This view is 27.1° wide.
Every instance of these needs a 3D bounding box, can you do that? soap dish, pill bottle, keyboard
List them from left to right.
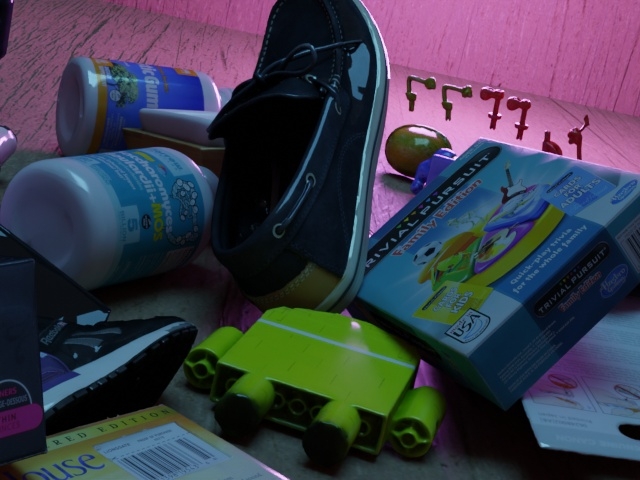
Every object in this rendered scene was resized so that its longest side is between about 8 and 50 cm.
[{"bbox_3d":[-0.364,0.032,1.221,0.317,0.033,0.201,35,39,13],"label":"keyboard"},{"bbox_3d":[-0.217,-0.028,1.481,0.146,0.146,0.264,22,19,27],"label":"pill bottle"},{"bbox_3d":[-0.239,-0.182,1.956,0.272,0.152,0.152,3,20,-28],"label":"pill bottle"},{"bbox_3d":[-0.113,-0.108,1.783,0.229,0.118,0.291,1,9,-28],"label":"soap dish"}]

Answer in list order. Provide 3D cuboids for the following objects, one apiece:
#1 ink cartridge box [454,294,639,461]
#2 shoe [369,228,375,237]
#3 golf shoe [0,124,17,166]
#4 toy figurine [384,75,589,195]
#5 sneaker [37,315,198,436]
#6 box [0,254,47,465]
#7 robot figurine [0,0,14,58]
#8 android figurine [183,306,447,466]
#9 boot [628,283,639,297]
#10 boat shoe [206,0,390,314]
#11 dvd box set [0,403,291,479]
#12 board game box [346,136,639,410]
[{"bbox_3d":[0.306,0.163,1.393,0.308,0.091,0.385,10,23,-12],"label":"ink cartridge box"},{"bbox_3d":[0.000,0.000,1.712,0.178,0.063,0.081,12,12,-12],"label":"shoe"},{"bbox_3d":[-0.427,-0.085,1.651,0.094,0.077,0.198,28,30,13],"label":"golf shoe"},{"bbox_3d":[0.226,-0.136,2.120,0.362,0.191,0.217,20,23,26],"label":"toy figurine"},{"bbox_3d":[-0.209,0.094,1.103,0.124,0.107,0.283,36,21,14],"label":"sneaker"},{"bbox_3d":[-0.340,0.082,0.917,0.270,0.143,0.165,3,9,38],"label":"box"},{"bbox_3d":[-0.578,-0.334,1.972,0.209,0.278,0.173,9,16,-1],"label":"robot figurine"},{"bbox_3d":[0.000,0.133,1.278,0.248,0.056,0.273,16,17,10],"label":"android figurine"},{"bbox_3d":[0.310,0.023,1.615,0.223,0.118,0.338,-6,-22,32],"label":"boot"},{"bbox_3d":[-0.033,-0.136,1.525,0.156,0.187,0.500,35,44,-35],"label":"boat shoe"},{"bbox_3d":[-0.067,0.246,0.852,0.420,0.062,0.307,24,20,32],"label":"dvd box set"},{"bbox_3d":[0.178,0.018,1.385,0.079,0.254,0.336,53,-12,-23],"label":"board game box"}]
